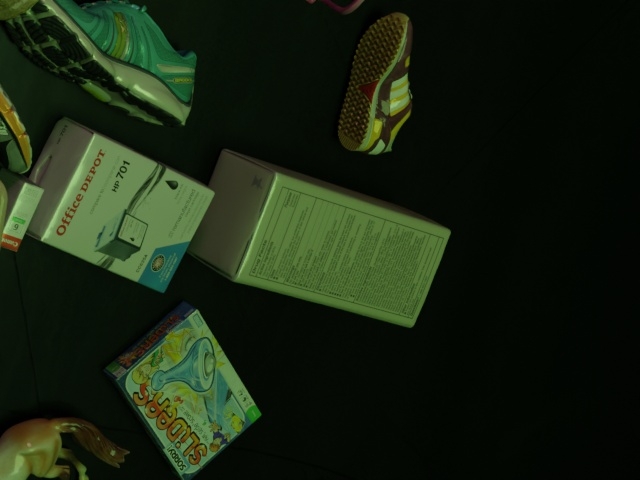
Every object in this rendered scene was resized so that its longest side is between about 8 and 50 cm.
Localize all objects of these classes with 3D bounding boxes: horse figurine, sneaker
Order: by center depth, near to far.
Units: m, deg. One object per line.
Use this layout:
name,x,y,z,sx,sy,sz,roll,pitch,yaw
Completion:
sneaker,-0.379,-0.152,1.768,0.083,0.084,0.215,-34,123,-6
sneaker,-0.242,-0.223,1.844,0.275,0.107,0.110,33,67,-46
horse figurine,-0.360,0.286,1.965,0.263,0.066,0.174,-35,132,-19
sneaker,0.084,-0.199,2.115,0.084,0.069,0.185,5,111,-48

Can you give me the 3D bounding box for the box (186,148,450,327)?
box,0.000,0.000,2.088,0.311,0.121,0.148,18,96,-41

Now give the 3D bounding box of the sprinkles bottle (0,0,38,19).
sprinkles bottle,-0.404,-0.347,1.602,0.355,0.121,0.121,36,85,-49

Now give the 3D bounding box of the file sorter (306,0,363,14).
file sorter,-0.042,-0.394,1.706,0.291,0.182,0.202,34,96,-23

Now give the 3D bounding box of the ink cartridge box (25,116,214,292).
ink cartridge box,-0.239,-0.039,1.915,0.191,0.082,0.139,26,91,-43

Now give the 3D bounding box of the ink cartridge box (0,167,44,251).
ink cartridge box,-0.353,-0.018,1.845,0.029,0.063,0.115,21,95,-39

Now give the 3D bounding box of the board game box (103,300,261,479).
board game box,-0.171,0.192,2.092,0.136,0.035,0.201,-42,128,-17

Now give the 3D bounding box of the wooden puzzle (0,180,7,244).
wooden puzzle,-0.524,0.068,1.745,0.348,0.080,0.322,2,106,-34
